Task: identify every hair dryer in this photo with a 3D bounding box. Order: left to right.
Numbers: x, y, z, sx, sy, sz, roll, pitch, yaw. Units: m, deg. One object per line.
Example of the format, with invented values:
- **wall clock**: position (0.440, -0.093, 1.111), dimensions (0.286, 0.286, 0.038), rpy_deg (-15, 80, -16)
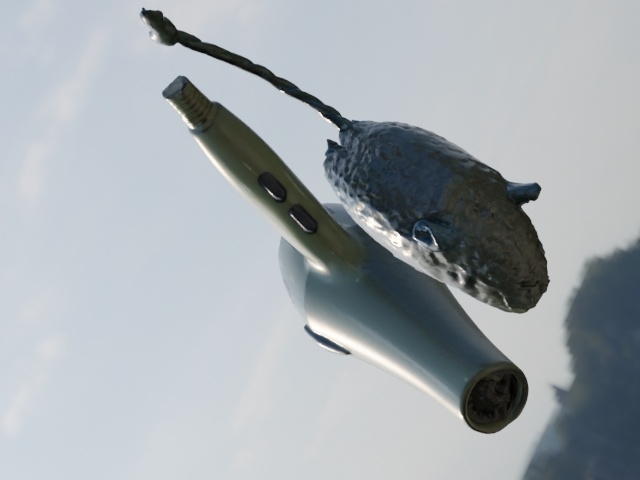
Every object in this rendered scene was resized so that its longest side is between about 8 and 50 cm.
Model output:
- **hair dryer**: position (0.031, 0.028, 1.281), dimensions (0.119, 0.296, 0.298), rpy_deg (-47, -34, -2)

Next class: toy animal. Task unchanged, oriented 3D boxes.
- **toy animal**: position (0.019, -0.050, 0.927), dimensions (0.070, 0.253, 0.079), rpy_deg (-49, -9, -25)
